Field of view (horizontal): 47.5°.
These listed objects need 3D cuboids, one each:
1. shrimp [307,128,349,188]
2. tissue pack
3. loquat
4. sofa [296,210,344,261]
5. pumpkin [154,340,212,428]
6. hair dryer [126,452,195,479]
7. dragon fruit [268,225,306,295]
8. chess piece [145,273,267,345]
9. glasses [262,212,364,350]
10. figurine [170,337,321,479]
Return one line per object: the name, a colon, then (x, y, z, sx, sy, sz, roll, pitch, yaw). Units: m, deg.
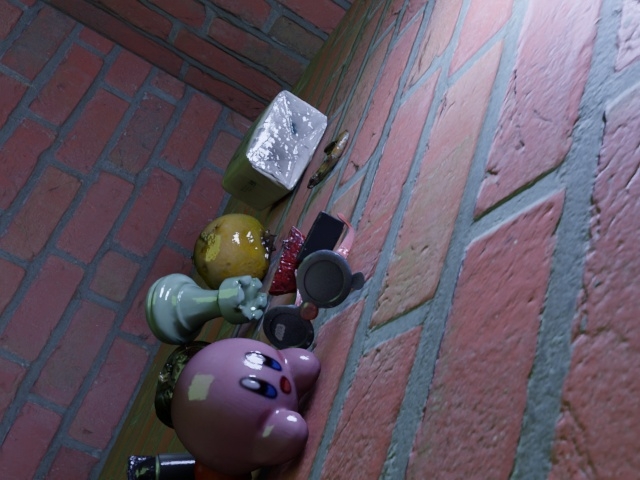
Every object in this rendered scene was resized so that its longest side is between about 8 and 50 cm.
shrimp: (0.017, -0.223, 1.997, 0.195, 0.035, 0.148, -55, 16, 0)
tissue pack: (-0.163, -0.289, 2.441, 0.297, 0.207, 0.380, -63, 14, -16)
loquat: (-0.238, 0.036, 2.068, 0.244, 0.243, 0.244, -56, 14, 22)
sofa: (0.000, 0.000, 1.563, 0.118, 0.060, 0.039, -63, 7, 0)
pumpkin: (-0.344, 0.371, 1.887, 0.238, 0.159, 0.238, -50, 18, 24)
hair dryer: (-0.241, 0.493, 1.276, 0.078, 0.195, 0.248, 114, 153, -45)
dragon fruit: (-0.053, 0.058, 1.631, 0.106, 0.083, 0.162, 80, -156, -77)
chess piece: (-0.294, 0.168, 1.911, 0.299, 0.195, 0.195, -11, 43, 31)
glasses: (0.007, 0.076, 1.392, 0.234, 0.118, 0.268, -57, 0, 27)
figurine: (-0.148, 0.282, 1.217, 0.261, 0.211, 0.270, -50, 18, 42)
